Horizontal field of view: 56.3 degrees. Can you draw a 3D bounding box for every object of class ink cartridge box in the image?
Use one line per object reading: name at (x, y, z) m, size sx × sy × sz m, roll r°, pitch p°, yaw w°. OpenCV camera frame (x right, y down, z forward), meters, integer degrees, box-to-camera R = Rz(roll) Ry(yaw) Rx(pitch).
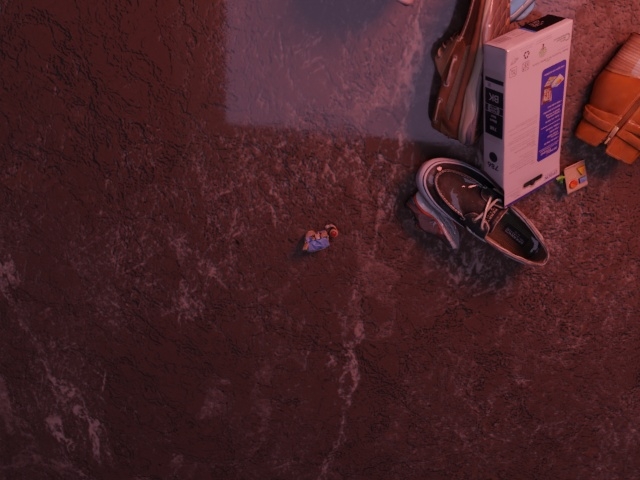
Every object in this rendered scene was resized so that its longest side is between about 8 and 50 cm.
ink cartridge box at (0.388, -0.236, 1.136) m, size 0.165 × 0.065 × 0.332 m, roll -28°, pitch 129°, yaw -20°

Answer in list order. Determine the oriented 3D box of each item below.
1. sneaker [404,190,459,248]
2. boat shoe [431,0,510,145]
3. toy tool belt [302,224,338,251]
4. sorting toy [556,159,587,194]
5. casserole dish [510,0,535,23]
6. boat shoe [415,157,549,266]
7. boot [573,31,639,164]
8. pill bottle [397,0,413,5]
sneaker at (0.245, -0.041, 1.319) m, size 0.065 × 0.061 × 0.158 m, roll -30°, pitch 106°, yaw 41°
boat shoe at (0.272, -0.341, 1.130) m, size 0.116 × 0.123 × 0.324 m, roll 21°, pitch 121°, yaw 26°
toy tool belt at (0.000, 0.000, 1.356) m, size 0.083 × 0.051 × 0.052 m, roll -18°, pitch 111°, yaw 13°
sorting toy at (0.524, -0.127, 1.245) m, size 0.083 × 0.012 × 0.062 m, roll -24°, pitch 115°, yaw -18°
casserole dish at (0.328, -0.487, 1.112) m, size 0.188 × 0.037 × 0.114 m, roll 40°, pitch 112°, yaw -13°
boat shoe at (0.352, -0.062, 1.245) m, size 0.335 × 0.119 × 0.121 m, roll 31°, pitch 99°, yaw -13°
boot at (0.644, -0.232, 1.121) m, size 0.283 × 0.109 × 0.220 m, roll 31°, pitch 123°, yaw 16°
pill bottle at (0.170, -0.569, 1.023) m, size 0.160 × 0.160 × 0.283 m, roll 32°, pitch 113°, yaw -9°
